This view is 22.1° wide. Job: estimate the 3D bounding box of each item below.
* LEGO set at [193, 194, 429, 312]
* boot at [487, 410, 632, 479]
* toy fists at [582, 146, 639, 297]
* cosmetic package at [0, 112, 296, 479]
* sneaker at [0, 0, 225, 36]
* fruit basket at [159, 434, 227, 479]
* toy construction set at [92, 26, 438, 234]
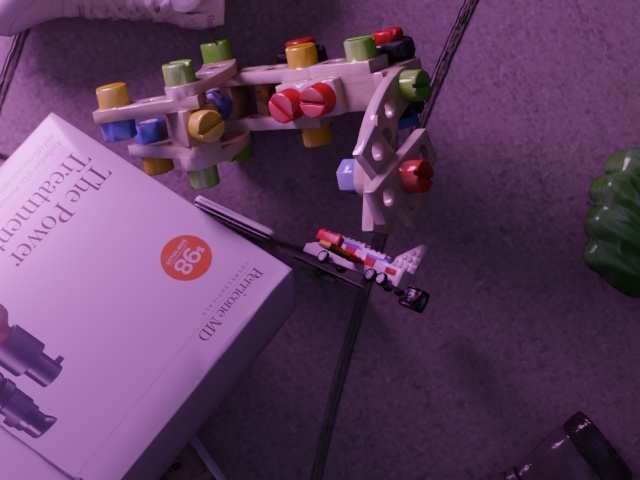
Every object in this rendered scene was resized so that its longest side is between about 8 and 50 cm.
[{"bbox_3d":[0.000,0.000,1.528,0.244,0.182,0.060,25,86,-3],"label":"LEGO set"},{"bbox_3d":[0.263,0.302,1.593,0.161,0.083,0.246,-39,85,4],"label":"boot"},{"bbox_3d":[0.353,-0.073,1.591,0.142,0.096,0.279,34,86,-14],"label":"toy fists"},{"bbox_3d":[-0.244,0.106,1.438,0.284,0.097,0.377,33,69,15],"label":"cosmetic package"},{"bbox_3d":[-0.175,-0.253,1.558,0.305,0.114,0.152,-26,89,-3],"label":"sneaker"},{"bbox_3d":[-0.303,0.196,1.520,0.327,0.165,0.353,-35,87,-3],"label":"fruit basket"},{"bbox_3d":[-0.024,-0.114,1.495,0.327,0.215,0.151,16,116,31],"label":"toy construction set"}]
